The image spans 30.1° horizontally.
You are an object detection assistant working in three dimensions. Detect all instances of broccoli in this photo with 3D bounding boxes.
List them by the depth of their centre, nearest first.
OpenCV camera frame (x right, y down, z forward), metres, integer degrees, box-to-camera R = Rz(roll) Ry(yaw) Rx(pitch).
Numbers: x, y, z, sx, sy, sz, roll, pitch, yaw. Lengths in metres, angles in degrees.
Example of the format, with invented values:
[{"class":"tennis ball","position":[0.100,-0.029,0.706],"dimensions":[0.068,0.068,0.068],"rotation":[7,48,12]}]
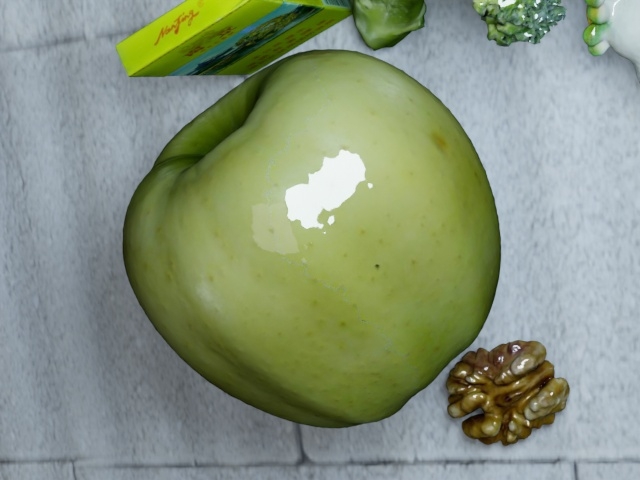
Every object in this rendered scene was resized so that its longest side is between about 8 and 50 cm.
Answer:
[{"class":"broccoli","position":[0.145,-0.328,1.368],"dimensions":[0.353,0.275,0.397],"rotation":[56,161,38]}]

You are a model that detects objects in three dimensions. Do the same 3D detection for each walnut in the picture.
[{"class":"walnut","position":[0.247,0.211,1.620],"dimensions":[0.170,0.069,0.143],"rotation":[-36,90,26]}]

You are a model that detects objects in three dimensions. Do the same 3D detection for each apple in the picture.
[{"class":"apple","position":[0.000,0.000,1.468],"dimensions":[0.474,0.473,0.473],"rotation":[4,104,18]}]

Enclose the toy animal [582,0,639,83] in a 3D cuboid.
[{"class":"toy animal","position":[0.436,-0.291,1.375],"dimensions":[0.247,0.183,0.310],"rotation":[4,104,19]}]

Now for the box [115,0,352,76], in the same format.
[{"class":"box","position":[-0.095,-0.267,1.485],"dimensions":[0.187,0.335,0.047],"rotation":[-27,87,23]}]
